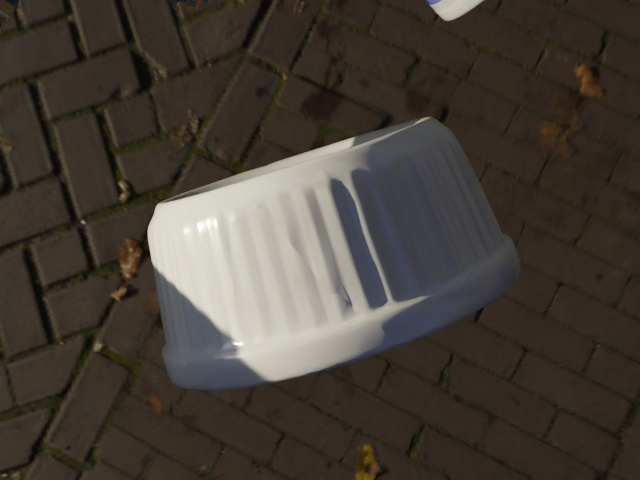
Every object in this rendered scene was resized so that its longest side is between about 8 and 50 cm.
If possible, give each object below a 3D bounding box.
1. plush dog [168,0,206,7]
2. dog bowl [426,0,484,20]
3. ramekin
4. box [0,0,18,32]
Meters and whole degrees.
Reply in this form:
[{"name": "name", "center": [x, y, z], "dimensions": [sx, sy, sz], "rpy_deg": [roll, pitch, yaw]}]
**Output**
[{"name": "plush dog", "center": [0.046, -0.186, 0.327], "dimensions": [0.225, 0.262, 0.211], "rpy_deg": [14, 111, 29]}, {"name": "dog bowl", "center": [0.199, -0.376, 1.063], "dimensions": [0.104, 0.265, 0.265], "rpy_deg": [42, 86, -12]}, {"name": "ramekin", "center": [0.000, 0.000, 0.704], "dimensions": [0.273, 0.273, 0.127], "rpy_deg": [-17, 96, 3]}, {"name": "box", "center": [-0.247, -0.186, 0.716], "dimensions": [0.036, 0.136, 0.225], "rpy_deg": [27, 39, -25]}]
